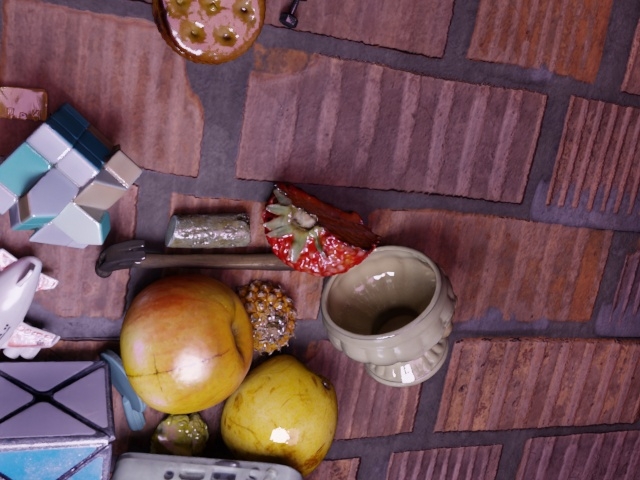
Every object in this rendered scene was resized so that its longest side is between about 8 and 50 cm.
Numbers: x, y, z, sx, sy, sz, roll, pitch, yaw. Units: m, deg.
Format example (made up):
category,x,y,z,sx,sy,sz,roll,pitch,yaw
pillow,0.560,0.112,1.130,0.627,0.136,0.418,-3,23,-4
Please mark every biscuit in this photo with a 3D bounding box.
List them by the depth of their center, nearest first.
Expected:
category,x,y,z,sx,sy,sz,roll,pitch,yaw
biscuit,-0.214,-0.452,1.237,0.221,0.066,0.220,-6,108,-19

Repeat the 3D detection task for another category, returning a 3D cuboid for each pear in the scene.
category,x,y,z,sx,sy,sz,roll,pitch,yaw
pear,-0.087,0.401,1.433,0.281,0.281,0.280,-6,108,-20

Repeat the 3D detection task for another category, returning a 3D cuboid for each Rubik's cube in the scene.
category,x,y,z,sx,sy,sz,roll,pitch,yaw
Rubik's cube,-0.449,-0.102,1.143,0.224,0.265,0.213,-39,113,10
Rubik's cube,-0.530,0.396,1.205,0.260,0.255,0.259,0,116,-22

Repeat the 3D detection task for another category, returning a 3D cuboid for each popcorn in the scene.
category,x,y,z,sx,sy,sz,roll,pitch,yaw
popcorn,-0.322,0.458,1.444,0.145,0.126,0.125,-42,91,12

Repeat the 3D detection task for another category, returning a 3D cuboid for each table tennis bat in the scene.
category,x,y,z,sx,sy,sz,roll,pitch,yaw
table tennis bat,-0.413,0.327,1.365,0.038,0.149,0.237,-35,139,-35

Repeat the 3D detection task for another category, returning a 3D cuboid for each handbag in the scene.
category,x,y,z,sx,sy,sz,roll,pitch,yaw
handbag,-0.552,-0.253,1.183,0.084,0.027,0.061,-1,106,-20

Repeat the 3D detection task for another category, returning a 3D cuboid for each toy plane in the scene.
category,x,y,z,sx,sy,sz,roll,pitch,yaw
toy plane,-0.620,0.133,1.224,0.253,0.118,0.251,-6,109,-17

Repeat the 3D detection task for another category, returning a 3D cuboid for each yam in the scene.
category,x,y,z,sx,sy,sz,roll,pitch,yaw
yam,-0.237,-0.021,1.354,0.180,0.078,0.078,0,106,-18

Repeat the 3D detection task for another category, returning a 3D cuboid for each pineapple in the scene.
category,x,y,z,sx,sy,sz,roll,pitch,yaw
pineapple,-0.119,0.187,1.427,0.162,0.137,0.175,-24,112,-14

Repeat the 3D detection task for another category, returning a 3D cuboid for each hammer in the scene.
category,x,y,z,sx,sy,sz,roll,pitch,yaw
hammer,-0.240,0.042,1.357,0.440,0.168,0.044,2,73,-31

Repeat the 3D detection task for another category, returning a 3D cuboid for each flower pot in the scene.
category,x,y,z,sx,sy,sz,roll,pitch,yaw
flower pot,0.171,0.184,1.472,0.308,0.307,0.244,-34,131,-9

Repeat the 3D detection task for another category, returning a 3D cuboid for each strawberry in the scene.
category,x,y,z,sx,sy,sz,roll,pitch,yaw
strawberry,-0.016,-0.009,1.392,0.254,0.280,0.150,35,104,9

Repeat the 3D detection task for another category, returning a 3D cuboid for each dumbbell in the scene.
category,x,y,z,sx,sy,sz,roll,pitch,yaw
dumbbell,-0.053,-0.480,1.309,0.040,0.036,0.083,21,97,-24

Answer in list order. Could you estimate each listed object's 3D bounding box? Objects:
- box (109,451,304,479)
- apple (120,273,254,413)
category,x,y,z,sx,sy,sz,roll,pitch,yaw
box,-0.217,0.588,1.372,0.397,0.111,0.396,2,135,8
apple,-0.266,0.206,1.293,0.233,0.286,0.285,-17,114,11
